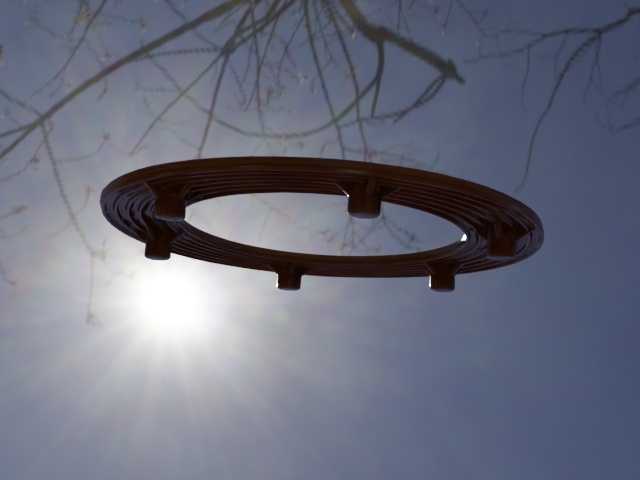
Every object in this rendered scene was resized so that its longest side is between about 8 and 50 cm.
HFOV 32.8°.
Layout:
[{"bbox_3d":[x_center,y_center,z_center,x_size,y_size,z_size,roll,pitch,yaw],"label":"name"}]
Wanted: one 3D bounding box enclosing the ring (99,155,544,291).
[{"bbox_3d":[0.000,0.000,0.832,0.337,0.336,0.032,2,-103,7],"label":"ring"}]
